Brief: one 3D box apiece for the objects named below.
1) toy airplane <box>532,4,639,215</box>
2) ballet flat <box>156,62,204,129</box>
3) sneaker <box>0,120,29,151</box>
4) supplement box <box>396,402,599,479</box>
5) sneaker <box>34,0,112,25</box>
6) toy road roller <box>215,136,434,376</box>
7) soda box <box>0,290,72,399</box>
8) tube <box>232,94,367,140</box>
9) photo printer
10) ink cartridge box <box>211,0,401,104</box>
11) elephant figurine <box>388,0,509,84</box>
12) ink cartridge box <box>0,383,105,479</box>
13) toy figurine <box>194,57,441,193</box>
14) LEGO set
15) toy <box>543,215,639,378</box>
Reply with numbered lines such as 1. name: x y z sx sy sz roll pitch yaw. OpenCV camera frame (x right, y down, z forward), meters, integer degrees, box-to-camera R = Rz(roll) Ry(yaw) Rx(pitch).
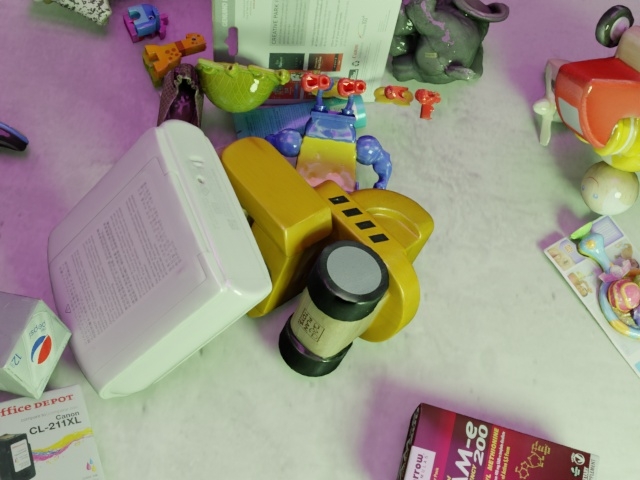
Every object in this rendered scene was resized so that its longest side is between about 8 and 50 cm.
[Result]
1. toy airplane: 0.504 -0.155 1.269 0.384 0.272 0.386 31 19 2
2. ballet flat: -0.209 -0.147 1.243 0.084 0.058 0.250 9 77 -17
3. sneaker: -0.528 -0.142 1.238 0.188 0.067 0.078 -1 83 -9
4. supplement box: 0.222 0.308 1.069 0.239 0.073 0.130 16 62 3
5. sneaker: -0.332 -0.512 1.432 0.182 0.158 0.410 36 64 -11
6. toy road roller: 0.000 0.000 1.147 0.240 0.202 0.329 -32 70 -37
7. soda box: -0.465 0.111 1.040 0.286 0.091 0.098 8 59 18
8. tube: -0.032 -0.188 1.324 0.207 0.052 0.080 -11 63 -6
9. photo printer: -0.223 0.038 1.055 0.107 0.307 0.256 3 54 -52
10. ink cartridge box: -0.031 -0.348 1.258 0.271 0.309 0.130 -3 62 -9
11. elephant figurine: 0.231 -0.354 1.392 0.239 0.169 0.186 -25 96 -35
12. ink cartridge box: -0.331 0.274 0.999 0.127 0.072 0.175 -11 55 -23
13. toy figurine: -0.016 -0.132 1.219 0.362 0.191 0.217 6 100 -5
14. LEGO set: -0.237 -0.307 1.340 0.093 0.087 0.227 -20 67 -16
15. toy: 0.457 0.070 1.234 0.136 0.056 0.237 -27 68 -19
